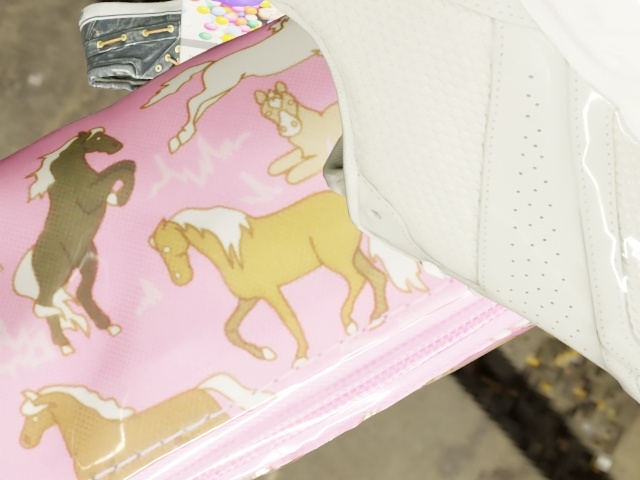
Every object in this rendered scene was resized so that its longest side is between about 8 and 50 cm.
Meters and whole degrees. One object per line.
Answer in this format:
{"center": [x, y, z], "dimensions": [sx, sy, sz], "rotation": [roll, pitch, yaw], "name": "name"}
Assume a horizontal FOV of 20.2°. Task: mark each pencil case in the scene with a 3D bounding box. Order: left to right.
{"center": [0.000, 0.000, 0.650], "dimensions": [0.386, 0.160, 0.167], "rotation": [-30, 85, -6], "name": "pencil case"}

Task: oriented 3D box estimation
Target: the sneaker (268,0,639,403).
{"center": [0.072, -0.011, 0.460], "dimensions": [0.262, 0.121, 0.099], "rotation": [58, 36, -23], "name": "sneaker"}

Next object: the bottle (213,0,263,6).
{"center": [-0.091, -0.269, 1.216], "dimensions": [0.118, 0.092, 0.283], "rotation": [-61, 154, -13], "name": "bottle"}

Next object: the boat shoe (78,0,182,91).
{"center": [-0.151, -0.197, 1.827], "dimensions": [0.183, 0.065, 0.083], "rotation": [-5, 74, -7], "name": "boat shoe"}

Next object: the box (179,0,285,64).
{"center": [-0.044, -0.197, 1.521], "dimensions": [0.186, 0.145, 0.038], "rotation": [102, -6, -60], "name": "box"}
